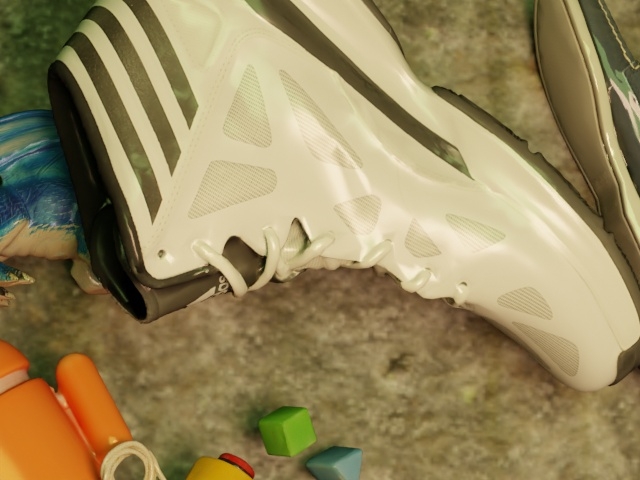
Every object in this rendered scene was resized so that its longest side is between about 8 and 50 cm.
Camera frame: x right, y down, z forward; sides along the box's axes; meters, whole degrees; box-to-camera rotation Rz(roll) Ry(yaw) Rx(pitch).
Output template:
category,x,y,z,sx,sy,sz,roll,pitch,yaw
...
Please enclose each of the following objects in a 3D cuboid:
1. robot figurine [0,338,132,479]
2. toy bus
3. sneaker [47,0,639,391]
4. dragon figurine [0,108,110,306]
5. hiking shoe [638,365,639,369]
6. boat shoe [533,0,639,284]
category,x,y,z,sx,sy,sz,roll,pitch,yaw
robot figurine,-0.210,0.152,1.263,0.219,0.158,0.128,54,29,5
toy bus,-0.023,0.211,1.254,0.202,0.104,0.191,-8,94,-43
sneaker,-0.001,0.000,1.301,0.447,0.169,0.257,44,74,-10
dragon figurine,-0.203,-0.034,1.327,0.289,0.085,0.144,-8,76,-16
hiking shoe,0.344,0.084,1.412,0.227,0.086,0.114,-23,95,-9
boat shoe,0.228,-0.080,1.413,0.079,0.095,0.254,-19,82,-12
